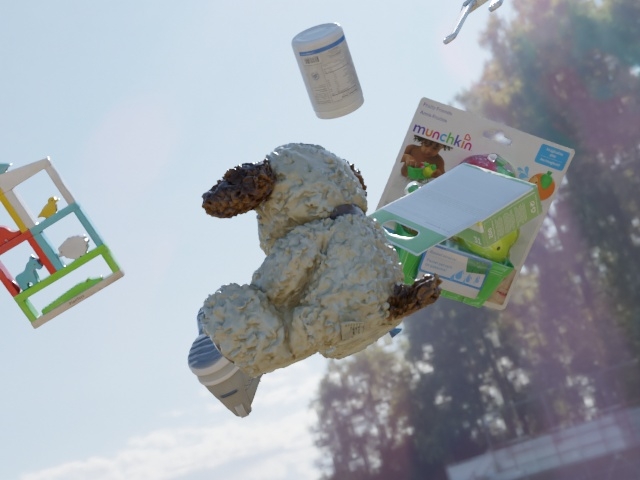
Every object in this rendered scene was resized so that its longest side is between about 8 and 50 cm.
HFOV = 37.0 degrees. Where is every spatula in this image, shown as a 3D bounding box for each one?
[{"bbox_3d":[0.222,-0.305,1.158,0.168,0.019,0.242,-30,17,30],"label":"spatula"}]

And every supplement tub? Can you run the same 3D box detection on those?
[{"bbox_3d":[0.010,-0.217,1.226,0.071,0.107,0.071,-15,29,9],"label":"supplement tub"}]

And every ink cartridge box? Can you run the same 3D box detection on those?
[{"bbox_3d":[0.191,-0.034,1.448,0.235,0.056,0.171,-30,31,-22],"label":"ink cartridge box"}]

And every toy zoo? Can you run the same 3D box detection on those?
[{"bbox_3d":[-0.503,-0.013,1.683,0.192,0.293,0.030,-31,13,3],"label":"toy zoo"}]

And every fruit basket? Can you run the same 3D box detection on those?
[{"bbox_3d":[0.278,-0.058,1.835,0.327,0.165,0.353,18,-67,-11],"label":"fruit basket"}]

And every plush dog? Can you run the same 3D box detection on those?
[{"bbox_3d":[0.000,0.000,1.009,0.210,0.225,0.262,-30,-16,32],"label":"plush dog"}]

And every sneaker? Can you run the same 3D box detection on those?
[{"bbox_3d":[-0.118,0.150,1.372,0.105,0.115,0.281,-19,20,17],"label":"sneaker"}]

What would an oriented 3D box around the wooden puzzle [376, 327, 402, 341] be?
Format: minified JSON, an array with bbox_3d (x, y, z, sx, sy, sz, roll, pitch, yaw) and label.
[{"bbox_3d":[0.064,0.130,1.507,0.116,0.014,0.078,22,-35,-5],"label":"wooden puzzle"}]
